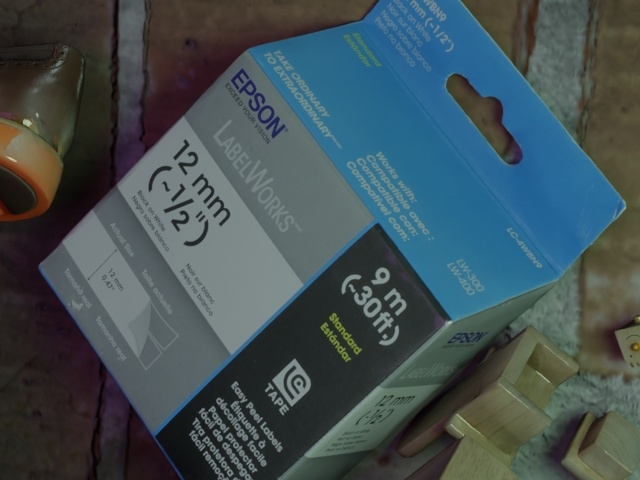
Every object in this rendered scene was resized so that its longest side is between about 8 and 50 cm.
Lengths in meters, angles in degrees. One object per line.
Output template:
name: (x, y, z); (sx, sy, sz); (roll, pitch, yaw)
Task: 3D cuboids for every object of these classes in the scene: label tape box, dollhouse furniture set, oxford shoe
label tape box: (0.000, 0.000, 1.363); (0.348, 0.115, 0.249); (-45, 68, 22)
dollhouse furniture set: (0.173, 0.291, 1.292); (0.355, 0.303, 0.174); (39, 140, -6)
oxford shoe: (-0.328, -0.094, 1.550); (0.363, 0.130, 0.133); (4, 60, 33)

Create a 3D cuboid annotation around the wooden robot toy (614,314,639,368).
wooden robot toy: (0.278, 0.072, 1.262); (0.173, 0.076, 0.079); (-17, 95, 26)
